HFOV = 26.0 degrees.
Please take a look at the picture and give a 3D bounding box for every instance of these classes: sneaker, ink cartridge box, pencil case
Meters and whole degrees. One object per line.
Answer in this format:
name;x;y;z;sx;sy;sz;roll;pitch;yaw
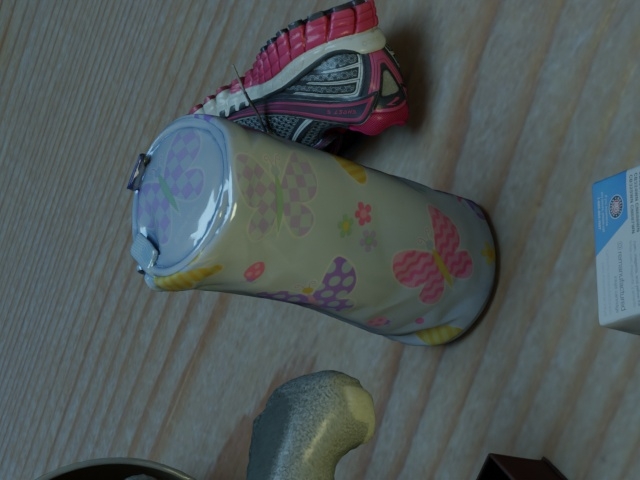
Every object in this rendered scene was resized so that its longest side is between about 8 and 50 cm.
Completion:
sneaker;-0.033;-0.100;1.221;0.299;0.121;0.112;-32;83;58
ink cartridge box;0.236;-0.003;0.776;0.143;0.090;0.092;-26;57;52
pencil case;0.000;0.000;0.977;0.113;0.273;0.124;22;96;51

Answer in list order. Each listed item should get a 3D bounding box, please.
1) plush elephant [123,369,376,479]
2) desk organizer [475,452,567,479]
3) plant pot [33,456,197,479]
plush elephant;0.013;0.287;0.898;0.272;0.255;0.330;-39;40;32
desk organizer;0.149;0.189;0.878;0.130;0.050;0.047;45;117;54
plant pot;-0.206;0.312;1.247;0.274;0.256;0.257;167;113;-73
